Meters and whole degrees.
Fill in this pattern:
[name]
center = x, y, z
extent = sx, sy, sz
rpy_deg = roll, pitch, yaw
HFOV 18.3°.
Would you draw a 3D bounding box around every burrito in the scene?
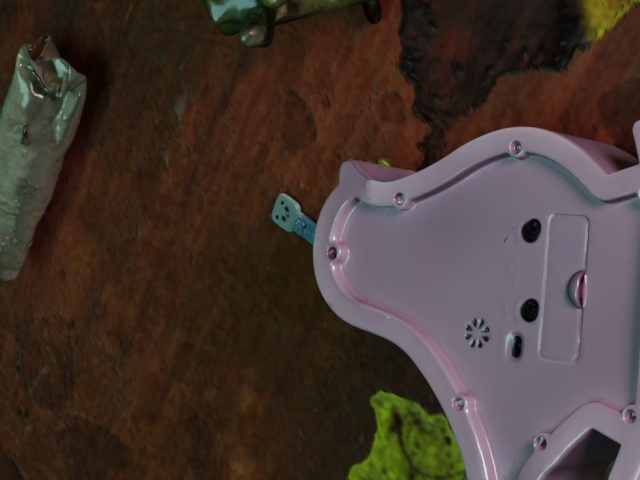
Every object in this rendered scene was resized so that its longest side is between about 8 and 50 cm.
[burrito]
center = -0.241, -0.071, 1.595
extent = 0.087, 0.060, 0.226
rpy_deg = 43, 131, 15

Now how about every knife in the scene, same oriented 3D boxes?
[knife]
center = 0.000, 0.000, 1.448
extent = 0.096, 0.010, 0.027
rpy_deg = 37, 128, 24

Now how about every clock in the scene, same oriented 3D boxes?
[clock]
center = 0.122, 0.074, 1.264
extent = 0.275, 0.080, 0.290
rpy_deg = 0, 86, 40

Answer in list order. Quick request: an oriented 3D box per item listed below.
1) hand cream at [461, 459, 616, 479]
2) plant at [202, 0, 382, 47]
[hand cream]
center = 0.166, 0.133, 1.319
extent = 0.133, 0.083, 0.248
rpy_deg = 38, 119, 24
[plant]
center = -0.018, -0.292, 1.286
extent = 0.251, 0.180, 0.333
rpy_deg = -48, 53, 50
